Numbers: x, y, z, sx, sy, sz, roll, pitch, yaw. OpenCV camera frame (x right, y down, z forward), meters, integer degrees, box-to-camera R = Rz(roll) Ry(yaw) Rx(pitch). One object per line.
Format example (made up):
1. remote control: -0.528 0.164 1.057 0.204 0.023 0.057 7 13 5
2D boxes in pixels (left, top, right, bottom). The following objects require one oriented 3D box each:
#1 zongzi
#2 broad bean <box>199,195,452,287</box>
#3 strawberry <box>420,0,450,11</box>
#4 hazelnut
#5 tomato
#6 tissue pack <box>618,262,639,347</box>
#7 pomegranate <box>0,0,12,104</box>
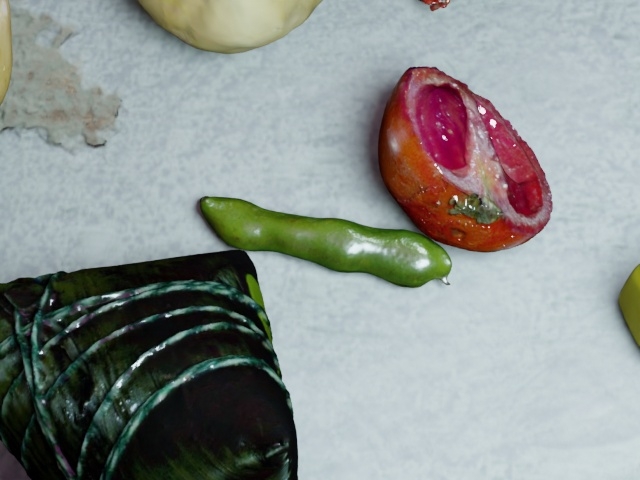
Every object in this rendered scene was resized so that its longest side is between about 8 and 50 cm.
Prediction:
1. zongzi: -0.113 0.131 1.013 0.319 0.362 0.384 -16 65 -25
2. broad bean: 0.000 0.000 1.226 0.256 0.053 0.052 13 112 9
3. strawberry: 0.168 -0.349 1.323 0.228 0.098 0.174 -35 48 1
4. hazelnut: -0.091 -0.310 1.255 0.261 0.241 0.261 0 89 -15
5. tomato: 0.121 -0.067 1.226 0.189 0.099 0.173 32 37 -26
6. tissue pack: 0.370 0.051 1.154 0.178 0.123 0.127 -28 66 -11
7. pomegranate: -0.472 -0.160 1.143 0.411 0.411 0.412 0 67 1
